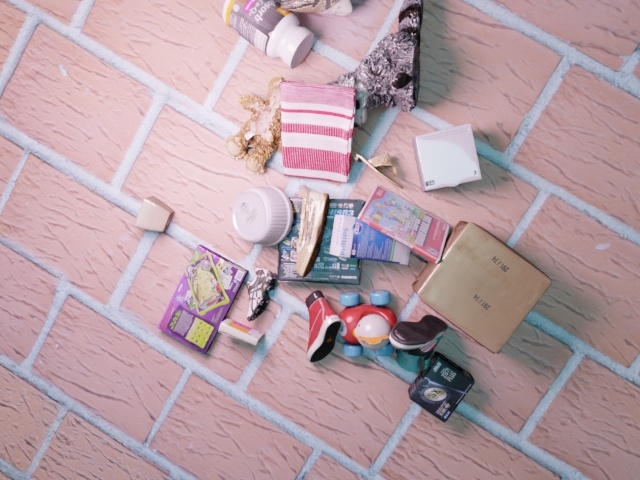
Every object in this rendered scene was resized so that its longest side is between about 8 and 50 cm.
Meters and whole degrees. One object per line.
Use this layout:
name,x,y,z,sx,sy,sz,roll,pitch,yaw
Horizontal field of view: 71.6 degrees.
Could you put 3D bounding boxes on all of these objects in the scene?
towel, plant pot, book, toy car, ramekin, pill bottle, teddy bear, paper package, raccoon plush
towel,-0.012,-0.339,1.430,0.236,0.037,0.329,8,129,7
plant pot,-0.586,-0.088,1.586,0.096,0.109,0.109,22,97,-8
book,-0.279,0.323,1.582,0.144,0.096,0.035,21,96,5
toy car,0.151,0.293,1.459,0.210,0.238,0.219,-3,94,7
ramekin,-0.204,-0.083,1.493,0.207,0.109,0.207,2,93,36
pill bottle,-0.168,-0.703,1.456,0.278,0.162,0.162,37,97,3
teddy bear,-0.185,-0.391,1.522,0.245,0.113,0.338,25,105,10
paper package,0.513,0.142,1.442,0.324,0.168,0.310,35,96,3
raccoon plush,0.172,-0.582,1.455,0.299,0.216,0.447,4,69,18

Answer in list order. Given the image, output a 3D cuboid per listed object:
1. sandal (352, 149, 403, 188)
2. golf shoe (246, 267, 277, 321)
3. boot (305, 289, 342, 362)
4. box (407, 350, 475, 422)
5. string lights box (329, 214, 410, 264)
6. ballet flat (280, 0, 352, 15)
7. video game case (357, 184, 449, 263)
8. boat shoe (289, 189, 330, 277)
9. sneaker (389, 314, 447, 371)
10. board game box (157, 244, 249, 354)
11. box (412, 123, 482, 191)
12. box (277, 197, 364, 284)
sandal,0.195,-0.268,1.486,0.240,0.088,0.079,34,103,8
golf shoe,-0.228,0.191,1.586,0.093,0.077,0.198,26,93,18
boot,-0.017,0.299,1.565,0.176,0.088,0.244,53,136,40
box,0.413,0.501,1.526,0.147,0.077,0.180,34,98,3
string lights box,0.170,-0.001,1.459,0.259,0.076,0.134,8,92,-20
ballet flat,0.098,-0.838,1.408,0.483,0.164,0.182,-43,130,-2
video game case,0.277,-0.060,1.447,0.285,0.204,0.025,30,132,3
boat shoe,-0.042,-0.022,1.462,0.089,0.104,0.286,14,84,10
sneaker,0.293,0.350,1.448,0.123,0.295,0.179,35,113,36
board game box,-0.429,0.214,1.617,0.208,0.056,0.347,28,97,-1
box,0.408,-0.264,1.446,0.180,0.119,0.182,-12,93,7
box,0.000,0.000,1.537,0.295,0.073,0.294,2,93,6
